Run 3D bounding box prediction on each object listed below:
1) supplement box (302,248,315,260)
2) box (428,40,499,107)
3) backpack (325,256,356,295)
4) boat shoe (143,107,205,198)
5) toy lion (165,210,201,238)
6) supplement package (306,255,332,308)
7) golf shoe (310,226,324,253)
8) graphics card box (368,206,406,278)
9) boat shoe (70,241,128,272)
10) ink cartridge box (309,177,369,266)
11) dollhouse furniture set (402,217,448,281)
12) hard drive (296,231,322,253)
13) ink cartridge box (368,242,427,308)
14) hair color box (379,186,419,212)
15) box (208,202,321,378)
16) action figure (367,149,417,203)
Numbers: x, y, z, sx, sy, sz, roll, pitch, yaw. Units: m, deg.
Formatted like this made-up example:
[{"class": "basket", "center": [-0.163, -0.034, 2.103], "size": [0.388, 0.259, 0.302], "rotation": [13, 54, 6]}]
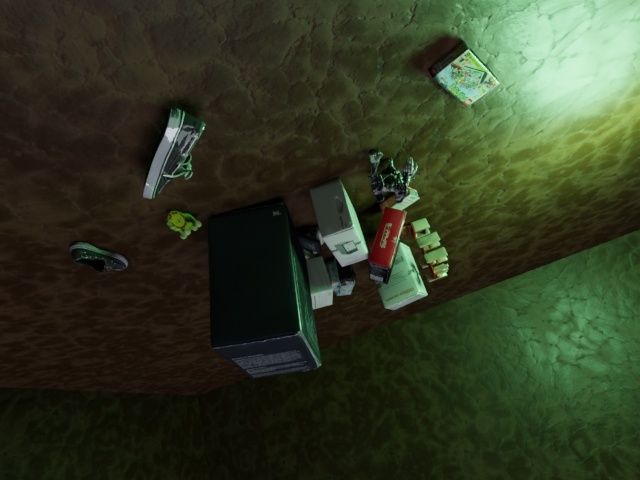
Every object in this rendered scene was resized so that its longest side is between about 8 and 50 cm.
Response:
[{"class": "supplement box", "center": [-0.070, 0.079, 2.027], "size": [0.062, 0.036, 0.098], "rotation": [-28, 151, 21]}, {"class": "box", "center": [0.401, -0.455, 1.255], "size": [0.114, 0.036, 0.207], "rotation": [-35, 149, 33]}, {"class": "backpack", "center": [0.094, 0.179, 2.172], "size": [0.144, 0.166, 0.188], "rotation": [-12, 150, -3]}, {"class": "boat shoe", "center": [-0.387, -0.212, 1.190], "size": [0.105, 0.113, 0.306], "rotation": [17, 131, -26]}, {"class": "toy lion", "center": [-0.456, -0.060, 1.489], "size": [0.034, 0.096, 0.100], "rotation": [-36, -172, 34]}, {"class": "supplement package", "center": [-0.108, 0.214, 2.018], "size": [0.293, 0.177, 0.175], "rotation": [-13, 151, -7]}, {"class": "golf shoe", "center": [0.000, 0.000, 1.885], "size": [0.086, 0.069, 0.176], "rotation": [-16, 156, -15]}, {"class": "graphics card box", "center": [0.271, 0.032, 1.850], "size": [0.094, 0.233, 0.371], "rotation": [15, 168, 12]}, {"class": "boat shoe", "center": [-0.765, 0.076, 1.572], "size": [0.080, 0.076, 0.228], "rotation": [-22, 153, 11]}, {"class": "ink cartridge box", "center": [0.073, -0.060, 1.645], "size": [0.121, 0.211, 0.289], "rotation": [-19, 153, 9]}, {"class": "dollhouse furniture set", "center": [0.457, 0.044, 2.014], "size": [0.135, 0.259, 0.262], "rotation": [-22, 153, 5]}, {"class": "hard drive", "center": [-0.063, 0.005, 1.813], "size": [0.135, 0.022, 0.094], "rotation": [19, 156, 15]}, {"class": "ink cartridge box", "center": [0.376, 0.179, 2.214], "size": [0.197, 0.273, 0.114], "rotation": [-29, 151, 25]}, {"class": "hair color box", "center": [0.312, -0.154, 1.786], "size": [0.141, 0.043, 0.072], "rotation": [-34, 149, 34]}, {"class": "box", "center": [-0.195, 0.203, 1.651], "size": [0.297, 0.480, 0.472], "rotation": [-10, 151, 1]}, {"class": "action figure", "center": [0.234, -0.219, 1.481], "size": [0.164, 0.276, 0.141], "rotation": [7, 115, 5]}]
